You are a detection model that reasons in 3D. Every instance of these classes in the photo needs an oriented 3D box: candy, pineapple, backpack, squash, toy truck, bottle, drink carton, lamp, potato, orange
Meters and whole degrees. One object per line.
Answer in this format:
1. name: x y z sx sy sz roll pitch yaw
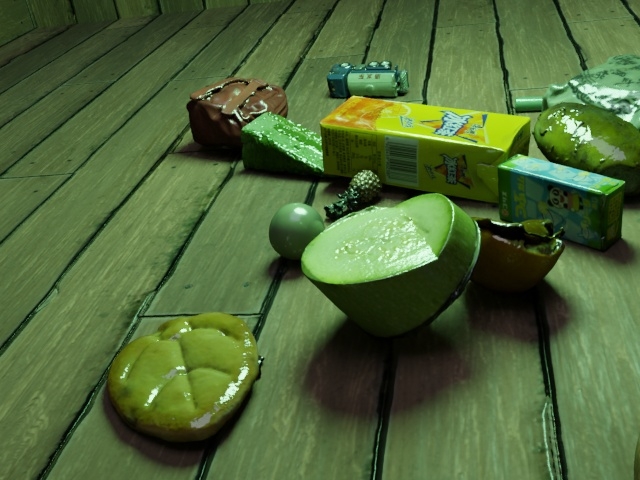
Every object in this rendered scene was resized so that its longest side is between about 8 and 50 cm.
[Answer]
1. candy: 0.365 -0.062 1.204 0.062 0.097 0.194 -29 34 -31
2. pineapple: 0.056 -0.071 1.377 0.058 0.058 0.124 18 52 41
3. backpack: -0.175 -0.287 1.737 0.229 0.139 0.229 -8 30 5
4. squash: 0.096 0.012 1.026 0.220 0.133 0.220 -33 26 19
5. toy truck: 0.116 -0.388 1.926 0.201 0.074 0.088 6 40 24
6. bottle: 0.459 -0.293 1.680 0.083 0.030 0.030 1 29 16
7. drink carton: 0.187 -0.172 1.423 0.351 0.111 0.154 12 35 27
8. lamp: 0.000 0.000 1.223 0.163 0.091 0.091 21 37 21
9. potato: 0.465 -0.158 1.324 0.149 0.113 0.251 -15 34 -21
10. orange: 0.251 0.017 1.074 0.160 0.112 0.170 3 -9 22

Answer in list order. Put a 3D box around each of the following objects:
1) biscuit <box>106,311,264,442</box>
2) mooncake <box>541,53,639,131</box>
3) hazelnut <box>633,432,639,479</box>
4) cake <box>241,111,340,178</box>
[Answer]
1. biscuit: -0.170 0.166 0.993 0.202 0.041 0.260 -15 27 -11
2. mooncake: 0.576 -0.262 1.478 0.254 0.136 0.250 -27 36 -29
3. hazelnut: 0.357 0.211 0.621 0.214 0.176 0.214 14 39 -12
4. cake: -0.043 -0.188 1.561 0.235 0.099 0.100 11 36 32
